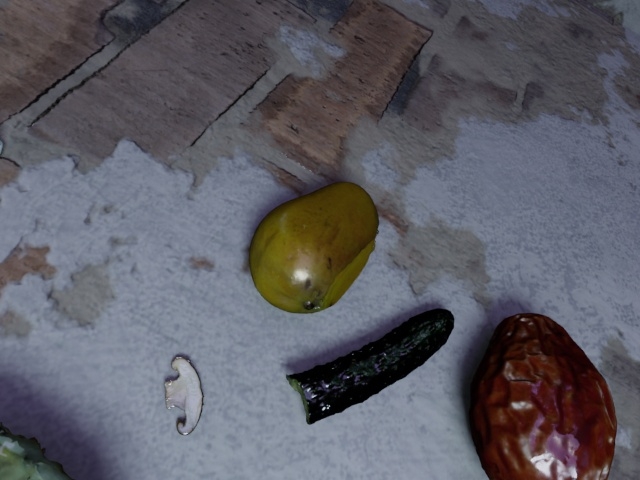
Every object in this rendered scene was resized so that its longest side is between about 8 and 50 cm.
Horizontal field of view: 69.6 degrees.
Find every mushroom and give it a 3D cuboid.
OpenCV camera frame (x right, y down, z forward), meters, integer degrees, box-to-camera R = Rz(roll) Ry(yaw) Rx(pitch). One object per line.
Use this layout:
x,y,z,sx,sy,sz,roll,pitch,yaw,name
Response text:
-0.179,0.203,0.606,0.049,0.019,0.101,-1,62,-22,mushroom

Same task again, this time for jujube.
0.313,0.239,0.678,0.197,0.197,0.290,29,43,-4,jujube

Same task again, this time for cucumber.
0.096,0.177,0.690,0.303,0.072,0.081,-17,71,-27,cucumber

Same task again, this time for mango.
0.000,0.000,0.716,0.167,0.130,0.262,42,52,10,mango

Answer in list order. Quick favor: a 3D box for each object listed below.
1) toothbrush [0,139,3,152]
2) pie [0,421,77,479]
-0.512,0.024,0.566,0.035,0.042,0.414,19,61,-10,toothbrush
-0.339,0.363,0.333,0.395,0.180,0.418,-23,59,-31,pie
